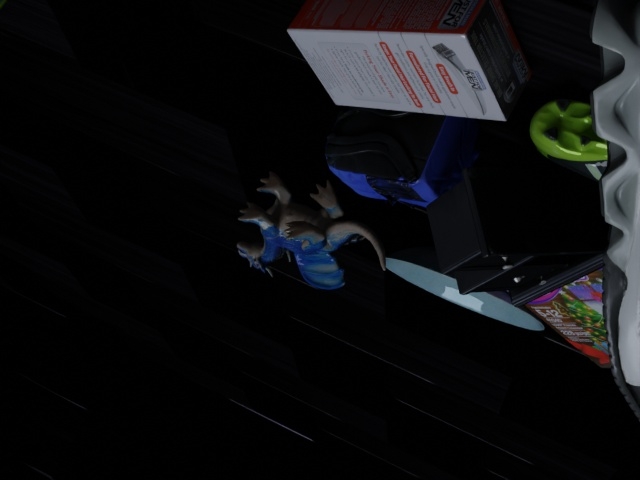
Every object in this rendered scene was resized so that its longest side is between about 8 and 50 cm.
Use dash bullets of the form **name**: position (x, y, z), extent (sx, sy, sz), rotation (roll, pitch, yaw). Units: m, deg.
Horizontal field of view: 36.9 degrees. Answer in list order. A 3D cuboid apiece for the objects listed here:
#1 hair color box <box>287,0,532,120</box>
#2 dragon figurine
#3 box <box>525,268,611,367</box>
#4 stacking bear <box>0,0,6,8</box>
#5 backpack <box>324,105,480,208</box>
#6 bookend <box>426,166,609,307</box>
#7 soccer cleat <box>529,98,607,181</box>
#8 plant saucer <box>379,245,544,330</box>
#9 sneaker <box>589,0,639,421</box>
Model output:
- **hair color box**: position (0.067, -0.147, 0.742), extent (0.167, 0.053, 0.093), rotation (14, 154, 39)
- **dragon figurine**: position (0.000, 0.000, 1.132), extent (0.289, 0.085, 0.144), rotation (12, 154, 40)
- **box**: position (0.310, 0.048, 0.873), extent (0.201, 0.057, 0.293), rotation (38, 158, -21)
- **stacking bear**: position (-0.357, -0.263, 0.895), extent (0.175, 0.164, 0.289), rotation (31, 165, -13)
- **backpack**: position (0.069, -0.075, 0.846), extent (0.120, 0.098, 0.101), rotation (12, 157, 38)
- **bookend**: position (0.148, 0.003, 0.805), extent (0.157, 0.072, 0.156), rotation (-1, 160, -30)
- **soccer cleat**: position (0.245, -0.058, 0.725), extent (0.179, 0.060, 0.072), rotation (26, 175, 16)
- **plant saucer**: position (0.161, 0.044, 1.058), extent (0.195, 0.037, 0.195), rotation (24, 172, 3)
- **sneaker**: position (0.262, -0.001, 0.616), extent (0.146, 0.122, 0.330), rotation (4, 123, 29)
